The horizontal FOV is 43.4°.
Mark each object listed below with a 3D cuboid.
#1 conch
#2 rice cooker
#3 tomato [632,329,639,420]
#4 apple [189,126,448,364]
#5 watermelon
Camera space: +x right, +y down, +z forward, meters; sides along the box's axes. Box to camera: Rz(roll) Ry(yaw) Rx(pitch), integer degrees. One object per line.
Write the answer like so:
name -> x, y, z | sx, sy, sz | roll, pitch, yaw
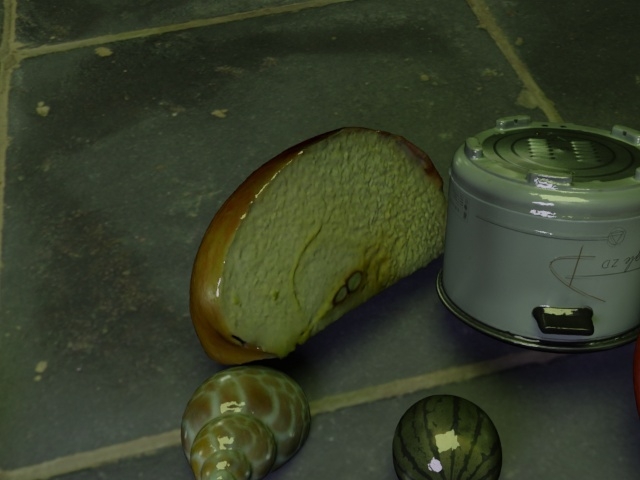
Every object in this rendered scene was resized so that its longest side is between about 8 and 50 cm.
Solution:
conch -> -0.078, 0.183, 0.808 | 0.173, 0.106, 0.116 | -27, 68, -37
rice cooker -> 0.250, 0.001, 0.867 | 0.241, 0.227, 0.280 | 2, 26, 4
tomato -> 0.439, 0.131, 0.684 | 0.293, 0.289, 0.325 | -15, 41, -10
apple -> 0.000, 0.000, 0.884 | 0.346, 0.254, 0.179 | -28, 77, -33
watermelon -> 0.123, 0.196, 0.780 | 0.105, 0.105, 0.133 | 5, 32, 9
